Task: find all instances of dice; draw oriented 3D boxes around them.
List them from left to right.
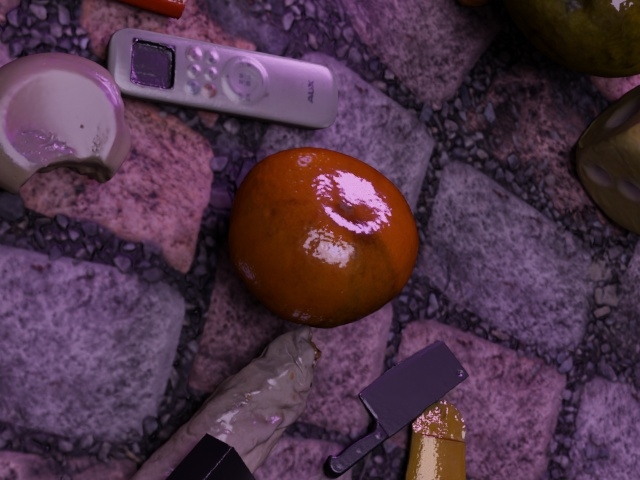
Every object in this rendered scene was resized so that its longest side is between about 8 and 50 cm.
[{"bbox_3d":[0.474,-0.117,2.132,0.169,0.166,0.169,50,63,-11],"label":"dice"}]

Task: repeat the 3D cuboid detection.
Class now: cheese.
[{"bbox_3d":[-0.356,-0.119,1.731,0.286,0.082,0.163,-18,89,-28],"label":"cheese"}]

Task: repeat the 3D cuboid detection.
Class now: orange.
[{"bbox_3d":[0.000,0.000,1.842,0.240,0.171,0.240,18,45,-19],"label":"orange"}]

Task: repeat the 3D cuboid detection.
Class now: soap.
[{"bbox_3d":[0.146,0.285,1.955,0.089,0.033,0.168,8,76,-26],"label":"soap"}]

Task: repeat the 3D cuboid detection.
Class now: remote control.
[{"bbox_3d":[-0.119,-0.197,1.895,0.310,0.038,0.090,9,77,-27],"label":"remote control"}]

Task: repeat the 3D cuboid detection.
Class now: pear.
[{"bbox_3d":[0.392,-0.397,2.043,0.352,0.352,0.413,56,35,-9],"label":"pear"}]

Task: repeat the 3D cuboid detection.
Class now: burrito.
[{"bbox_3d":[-0.129,0.254,1.788,0.392,0.076,0.117,-44,128,-27],"label":"burrito"}]

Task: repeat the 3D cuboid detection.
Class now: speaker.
[{"bbox_3d":[-0.096,0.322,1.754,0.082,0.044,0.218,-48,132,-24],"label":"speaker"}]

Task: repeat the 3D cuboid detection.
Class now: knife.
[{"bbox_3d":[0.086,0.210,1.947,0.245,0.019,0.072,-35,86,-30],"label":"knife"}]

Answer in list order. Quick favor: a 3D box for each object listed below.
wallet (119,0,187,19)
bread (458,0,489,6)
[{"bbox_3d":[-0.251,-0.360,1.848,0.204,0.045,0.142,14,75,-26],"label":"wallet"},{"bbox_3d":[0.205,-0.375,2.103,0.083,0.044,0.110,-27,96,-34],"label":"bread"}]
